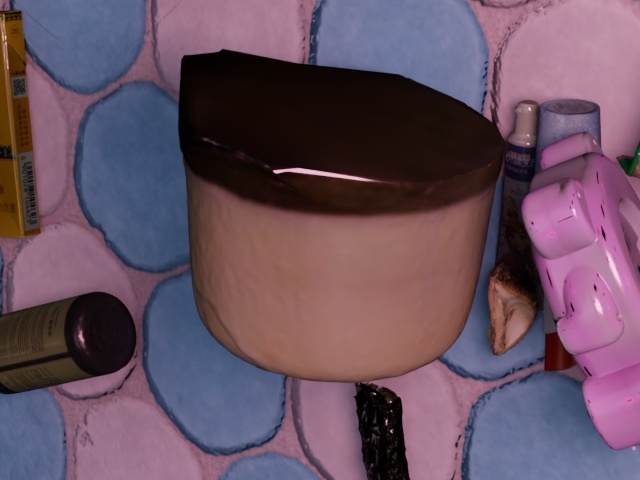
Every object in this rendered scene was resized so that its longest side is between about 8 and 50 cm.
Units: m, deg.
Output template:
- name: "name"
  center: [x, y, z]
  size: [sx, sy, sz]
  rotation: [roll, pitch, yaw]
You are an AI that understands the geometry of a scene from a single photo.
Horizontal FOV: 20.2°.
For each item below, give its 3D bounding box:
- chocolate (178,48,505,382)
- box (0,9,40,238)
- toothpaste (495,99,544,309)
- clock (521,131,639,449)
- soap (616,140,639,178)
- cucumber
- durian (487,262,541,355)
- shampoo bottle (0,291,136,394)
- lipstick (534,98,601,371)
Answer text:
- name: "chocolate"
  center: [0.000, 0.000, 1.764]
  size: [0.314, 0.326, 0.297]
  rotation: [-112, 33, -65]
- name: "box"
  center: [-0.424, -0.143, 2.229]
  size: [0.153, 0.041, 0.279]
  rotation: [4, 103, 37]
- name: "toothpaste"
  center: [0.202, -0.035, 1.786]
  size: [0.062, 0.037, 0.216]
  rotation: [18, 118, 35]
- name: "clock"
  center: [0.260, 0.039, 1.613]
  size: [0.090, 0.227, 0.248]
  rotation: [-22, 104, 21]
- name: "soap"
  center: [0.387, -0.139, 1.581]
  size: [0.218, 0.098, 0.273]
  rotation: [31, 117, 27]
- name: "cucumber"
  center: [0.070, 0.236, 1.941]
  size: [0.053, 0.053, 0.182]
  rotation: [-2, 101, 37]
- name: "durian"
  center: [0.179, 0.064, 1.791]
  size: [0.052, 0.066, 0.130]
  rotation: [36, 155, 32]
- name: "shampoo bottle"
  center: [-0.355, 0.133, 2.204]
  size: [0.283, 0.101, 0.101]
  rotation: [-14, 92, 39]
- name: "lipstick"
  center: [0.239, 0.001, 1.750]
  size: [0.068, 0.061, 0.274]
  rotation: [3, 110, 12]
